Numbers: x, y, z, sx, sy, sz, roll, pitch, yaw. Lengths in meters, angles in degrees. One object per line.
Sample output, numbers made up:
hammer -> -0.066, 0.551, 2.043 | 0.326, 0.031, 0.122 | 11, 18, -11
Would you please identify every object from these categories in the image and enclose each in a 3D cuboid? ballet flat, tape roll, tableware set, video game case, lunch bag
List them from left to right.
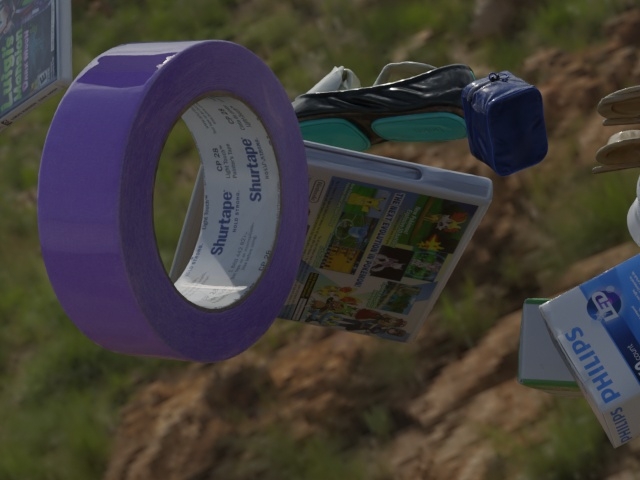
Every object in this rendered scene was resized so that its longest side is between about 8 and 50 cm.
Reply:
video game case -> -0.352, -0.237, 2.094 | 0.173, 0.022, 0.190 | -27, 58, 41
tape roll -> -0.120, -0.034, 1.523 | 0.090, 0.275, 0.275 | 3, 32, 34
video game case -> 0.000, 0.000, 1.941 | 0.300, 0.329, 0.036 | 11, 57, -7
ballet flat -> 0.057, -0.150, 2.016 | 0.280, 0.095, 0.096 | -4, 60, 25
lunch bag -> 0.181, -0.122, 1.767 | 0.067, 0.098, 0.065 | -19, 28, -18
tableware set -> 0.278, -0.087, 1.350 | 0.141, 0.020, 0.169 | -6, -18, 1

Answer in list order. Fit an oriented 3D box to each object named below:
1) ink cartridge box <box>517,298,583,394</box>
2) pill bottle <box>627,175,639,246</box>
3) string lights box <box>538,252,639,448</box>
ink cartridge box -> 0.305, 0.117, 1.847 | 0.160, 0.092, 0.219 | 2, -7, 16
pill bottle -> 0.400, -0.060, 1.869 | 0.112, 0.112, 0.187 | -38, -15, -32
string lights box -> 0.346, 0.064, 1.606 | 0.259, 0.077, 0.133 | -28, 52, 2
